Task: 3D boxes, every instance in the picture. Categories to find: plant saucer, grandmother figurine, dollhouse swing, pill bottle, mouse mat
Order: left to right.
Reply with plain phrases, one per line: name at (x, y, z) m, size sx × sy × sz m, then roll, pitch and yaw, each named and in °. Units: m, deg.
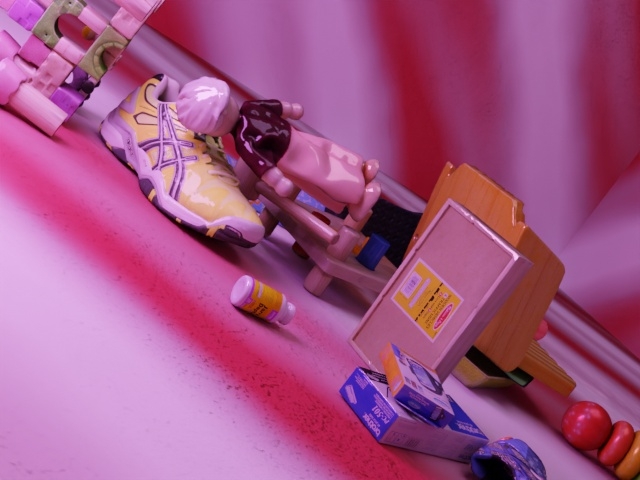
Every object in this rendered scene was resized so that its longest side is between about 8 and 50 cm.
pill bottle at (-0.075, 0.082, 1.259) m, size 0.083 × 0.043 × 0.043 m, roll 29°, pitch 13°, yaw -26°
grandmother figurine at (-0.066, -0.144, 1.468) m, size 0.342 × 0.104 × 0.208 m, roll 27°, pitch 30°, yaw -23°
plant saucer at (0.252, 0.205, 1.706) m, size 0.188 × 0.045 × 0.188 m, roll 41°, pitch 12°, yaw 29°
mouse mat at (0.305, 0.202, 1.742) m, size 0.189 × 0.007 × 0.152 m, roll 39°, pitch 11°, yaw 17°
dollhouse swing at (0.370, 0.073, 1.786) m, size 0.304 × 0.315 × 0.347 m, roll 17°, pitch 16°, yaw -21°

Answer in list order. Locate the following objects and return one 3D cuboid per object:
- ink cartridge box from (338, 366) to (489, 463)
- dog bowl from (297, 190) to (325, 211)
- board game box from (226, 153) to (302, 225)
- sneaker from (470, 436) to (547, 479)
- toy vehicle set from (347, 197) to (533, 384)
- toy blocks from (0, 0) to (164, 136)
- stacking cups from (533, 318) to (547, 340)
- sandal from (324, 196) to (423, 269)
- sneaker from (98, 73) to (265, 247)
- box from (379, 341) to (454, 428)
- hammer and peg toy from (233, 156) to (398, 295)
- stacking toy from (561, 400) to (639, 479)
ink cartridge box at (0.124, 0.228, 1.231) m, size 0.207 × 0.046 × 0.097 m, roll 25°, pitch 17°, yaw -44°
dog bowl at (0.009, -0.093, 2.162) m, size 0.166 × 0.074 × 0.297 m, roll 34°, pitch 11°, yaw -7°
board game box at (-0.100, -0.082, 1.880) m, size 0.211 × 0.039 × 0.160 m, roll 31°, pitch 12°, yaw -18°
sneaker at (0.265, 0.331, 1.179) m, size 0.087 × 0.083 × 0.221 m, roll 8°, pitch 21°, yaw -39°
toy vehicle set at (0.162, 0.090, 1.347) m, size 0.035 × 0.267 × 0.166 m, roll 24°, pitch 17°, yaw -41°
toy blocks at (-0.417, -0.361, 1.456) m, size 0.260 × 0.289 × 0.309 m, roll 38°, pitch 13°, yaw -14°
stacking cups at (0.454, 0.177, 2.340) m, size 0.316 × 0.096 × 0.096 m, roll 29°, pitch 12°, yaw -47°
sandal at (0.159, 0.001, 2.010) m, size 0.445 × 0.168 × 0.107 m, roll 30°, pitch -10°, yaw -39°
sneaker at (-0.208, -0.131, 1.489) m, size 0.384 × 0.147 × 0.145 m, roll 43°, pitch 12°, yaw 31°
box at (0.122, 0.185, 1.207) m, size 0.081 × 0.028 × 0.136 m, roll 34°, pitch 11°, yaw -15°
hammer and peg toy at (0.000, 0.000, 1.614) m, size 0.361 × 0.127 × 0.266 m, roll 22°, pitch 18°, yaw -45°
stacking toy at (0.586, 0.396, 1.705) m, size 0.330 × 0.141 × 0.141 m, roll 33°, pitch 11°, yaw 7°
